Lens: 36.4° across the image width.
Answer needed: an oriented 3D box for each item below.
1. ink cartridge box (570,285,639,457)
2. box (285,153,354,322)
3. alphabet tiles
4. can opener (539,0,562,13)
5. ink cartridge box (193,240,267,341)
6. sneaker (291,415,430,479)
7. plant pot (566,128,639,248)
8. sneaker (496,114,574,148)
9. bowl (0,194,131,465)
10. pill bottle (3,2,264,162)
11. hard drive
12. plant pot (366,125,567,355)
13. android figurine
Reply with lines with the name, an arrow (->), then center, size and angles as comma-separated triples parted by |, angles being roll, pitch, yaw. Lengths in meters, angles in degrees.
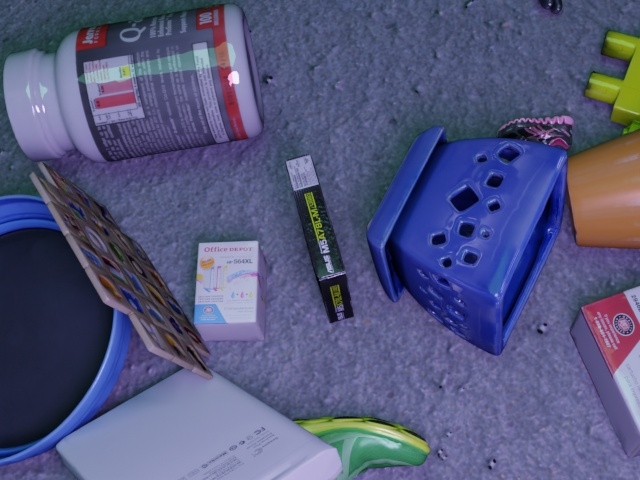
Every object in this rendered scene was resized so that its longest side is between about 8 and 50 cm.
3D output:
ink cartridge box -> 0.507, 0.147, 1.309 | 0.273, 0.114, 0.197 | -19, 66, -3
box -> 0.000, 0.000, 1.387 | 0.045, 0.184, 0.191 | -15, 67, -3
alphabet tiles -> -0.268, 0.041, 1.333 | 0.011, 0.285, 0.342 | -39, 62, 2
can opener -> 0.362, -0.456, 1.620 | 0.059, 0.073, 0.186 | -2, 64, -38
ink cartridge box -> -0.130, 0.066, 1.422 | 0.092, 0.090, 0.143 | -2, 67, 5
sneaker -> 0.002, 0.301, 1.314 | 0.295, 0.109, 0.123 | -6, 81, 7
plant pot -> 0.444, -0.070, 1.369 | 0.188, 0.205, 0.205 | -9, 66, 13
sneaker -> 0.332, -0.158, 1.499 | 0.119, 0.047, 0.057 | -4, 78, 5
bowl -> -0.452, 0.129, 1.400 | 0.391, 0.077, 0.391 | -5, 71, 15
pill bottle -> -0.281, -0.233, 1.499 | 0.363, 0.210, 0.210 | -9, 67, 2
hard drive -> -0.164, 0.271, 1.216 | 0.233, 0.047, 0.353 | -29, 25, -26
plant pot -> 0.198, -0.010, 1.350 | 0.212, 0.236, 0.236 | 22, 71, 21
android figurine -> 0.555, -0.235, 1.498 | 0.273, 0.056, 0.248 | 19, 70, 14
